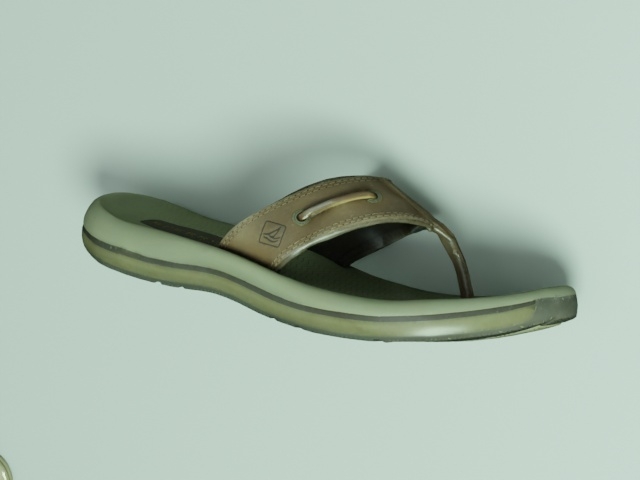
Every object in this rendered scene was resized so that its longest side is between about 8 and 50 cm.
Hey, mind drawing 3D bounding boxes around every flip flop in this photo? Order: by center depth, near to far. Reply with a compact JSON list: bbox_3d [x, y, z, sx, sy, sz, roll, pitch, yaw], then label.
[{"bbox_3d":[0.000,0.000,0.944,0.277,0.112,0.080,15,96,28],"label":"flip flop"}]

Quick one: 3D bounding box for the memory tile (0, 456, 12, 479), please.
[{"bbox_3d":[-0.243,0.199,1.163,0.148,0.012,0.113,-18,96,29],"label":"memory tile"}]
